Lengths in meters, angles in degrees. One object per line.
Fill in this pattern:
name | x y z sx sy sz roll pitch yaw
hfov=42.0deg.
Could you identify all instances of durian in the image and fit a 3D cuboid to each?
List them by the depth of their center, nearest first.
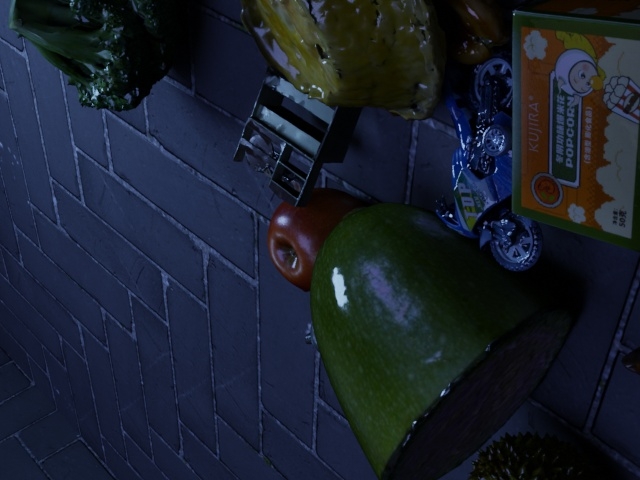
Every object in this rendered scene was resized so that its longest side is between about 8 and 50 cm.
durian | 0.284 0.361 1.080 0.200 0.177 0.236 23 125 48

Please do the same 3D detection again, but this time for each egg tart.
egg tart | 0.007 -0.265 0.955 0.345 0.132 0.345 49 166 17

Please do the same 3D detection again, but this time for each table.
table | -0.032 -0.155 1.175 0.146 0.062 0.175 37 116 33

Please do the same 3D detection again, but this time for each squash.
squash | 0.096 0.101 1.039 0.309 0.310 0.310 43 142 28

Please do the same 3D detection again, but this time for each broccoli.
broccoli | -0.356 -0.360 1.343 0.308 0.275 0.307 -20 66 54

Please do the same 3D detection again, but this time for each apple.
apple | 0.000 0.000 1.220 0.163 0.139 0.163 32 129 50

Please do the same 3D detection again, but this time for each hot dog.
hot dog | 0.118 -0.298 0.926 0.249 0.068 0.100 51 157 19

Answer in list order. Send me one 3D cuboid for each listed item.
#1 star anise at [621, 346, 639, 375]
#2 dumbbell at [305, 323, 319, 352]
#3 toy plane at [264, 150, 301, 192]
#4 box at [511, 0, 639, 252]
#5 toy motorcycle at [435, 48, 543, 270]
star anise | 0.427 0.137 0.815 0.220 0.099 0.214 40 154 22
dumbbell | 0.049 0.139 1.313 0.254 0.082 0.081 -21 96 54
toy plane | -0.071 -0.110 1.338 0.121 0.031 0.049 35 143 37
box | 0.274 -0.124 0.746 0.148 0.178 0.194 24 131 43
toy motorcycle | 0.186 -0.090 0.945 0.136 0.092 0.254 -6 88 51
